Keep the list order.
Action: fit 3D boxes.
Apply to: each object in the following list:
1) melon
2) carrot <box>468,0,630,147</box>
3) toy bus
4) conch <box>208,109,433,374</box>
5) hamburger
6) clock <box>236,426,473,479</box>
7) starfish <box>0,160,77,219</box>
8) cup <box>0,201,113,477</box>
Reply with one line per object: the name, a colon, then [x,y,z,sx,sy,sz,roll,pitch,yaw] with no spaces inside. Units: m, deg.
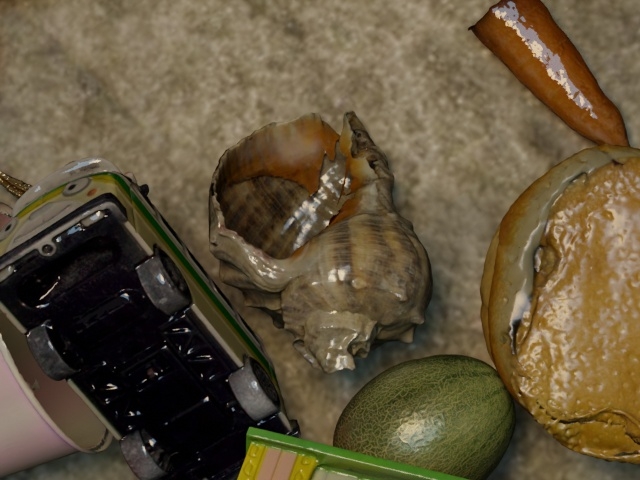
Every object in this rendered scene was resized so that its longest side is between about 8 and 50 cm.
melon: [0.087,0.181,1.483,0.192,0.139,0.139,-30,77,2]
carrot: [0.234,-0.158,1.567,0.072,0.072,0.205,-41,79,-2]
toy bus: [-0.160,0.068,1.443,0.143,0.179,0.305,-31,121,9]
conch: [-0.001,0.014,1.522,0.210,0.159,0.291,3,40,-1]
hamburger: [0.286,0.062,1.453,0.318,0.158,0.319,1,78,-6]
clock: [0.009,0.305,1.341,0.219,0.106,0.255,12,47,9]
starfish: [-0.283,-0.014,1.619,0.133,0.041,0.130,-4,99,24]
cup: [-0.360,0.129,1.508,0.274,0.253,0.253,-25,77,10]
